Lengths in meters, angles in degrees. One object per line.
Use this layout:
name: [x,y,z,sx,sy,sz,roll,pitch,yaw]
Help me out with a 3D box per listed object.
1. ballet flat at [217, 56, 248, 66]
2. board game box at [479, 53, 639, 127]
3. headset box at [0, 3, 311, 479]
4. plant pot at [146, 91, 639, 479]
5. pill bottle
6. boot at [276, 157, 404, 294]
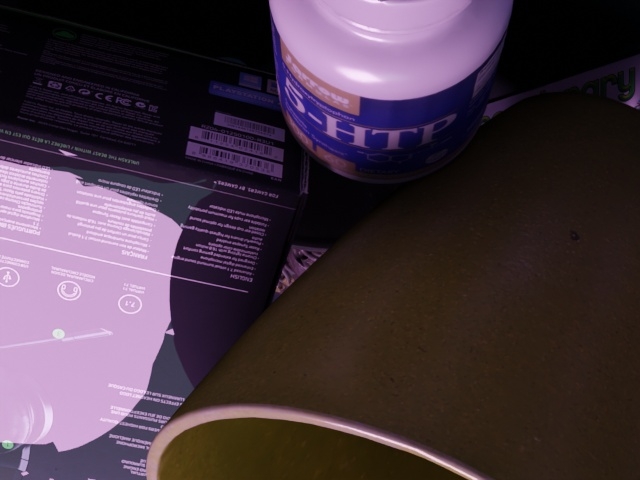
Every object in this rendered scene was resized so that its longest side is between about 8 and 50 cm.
ballet flat: [-0.129,-0.073,0.901,0.188,0.070,0.070,-6,161,29]
board game box: [0.253,-0.062,0.872,0.193,0.053,0.305,19,158,-38]
headset box: [-0.158,0.028,0.833,0.246,0.131,0.283,13,122,-7]
plant pot: [0.098,0.064,0.768,0.275,0.293,0.274,20,145,15]
pill bottle: [0.032,-0.106,0.673,0.112,0.112,0.186,3,163,2]
boot: [0.000,0.000,1.060,0.263,0.091,0.229,8,161,-20]
